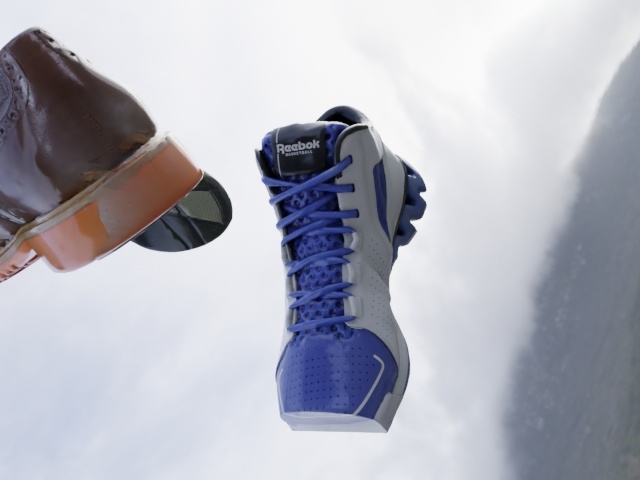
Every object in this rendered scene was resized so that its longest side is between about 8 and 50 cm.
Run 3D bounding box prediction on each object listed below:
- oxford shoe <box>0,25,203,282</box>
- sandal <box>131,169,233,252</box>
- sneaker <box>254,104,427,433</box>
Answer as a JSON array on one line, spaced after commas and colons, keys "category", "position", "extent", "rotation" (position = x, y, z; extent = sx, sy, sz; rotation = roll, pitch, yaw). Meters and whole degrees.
[{"category": "oxford shoe", "position": [-0.206, -0.055, 0.612], "extent": [0.130, 0.364, 0.132], "rotation": [-44, -71, -30]}, {"category": "sandal", "position": [-0.229, -0.056, 1.082], "extent": [0.086, 0.303, 0.120], "rotation": [-44, -54, -45]}, {"category": "sneaker", "position": [0.000, -0.001, 0.786], "extent": [0.182, 0.128, 0.315], "rotation": [53, -143, -44]}]
